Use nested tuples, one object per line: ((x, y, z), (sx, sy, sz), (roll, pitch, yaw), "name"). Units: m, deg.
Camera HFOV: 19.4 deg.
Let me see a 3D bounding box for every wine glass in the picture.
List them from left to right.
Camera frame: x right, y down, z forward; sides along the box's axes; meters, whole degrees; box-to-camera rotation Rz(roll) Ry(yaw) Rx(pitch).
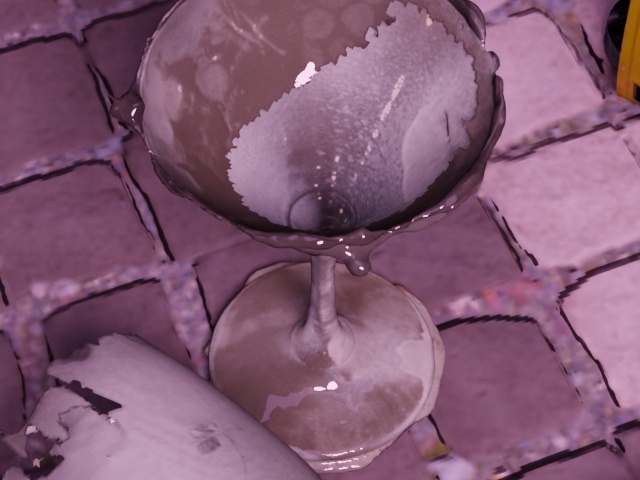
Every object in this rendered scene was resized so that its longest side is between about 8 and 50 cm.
((-0.007, 0.174, 0.770), (0.143, 0.143, 0.321), (-40, 62, -21), "wine glass")
((0.000, 0.000, 0.824), (0.156, 0.232, 0.156), (0, 57, 0), "wine glass")

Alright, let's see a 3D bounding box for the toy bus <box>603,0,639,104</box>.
((0.275, -0.204, 0.996), (0.151, 0.145, 0.331), (26, 61, 15), "toy bus")
